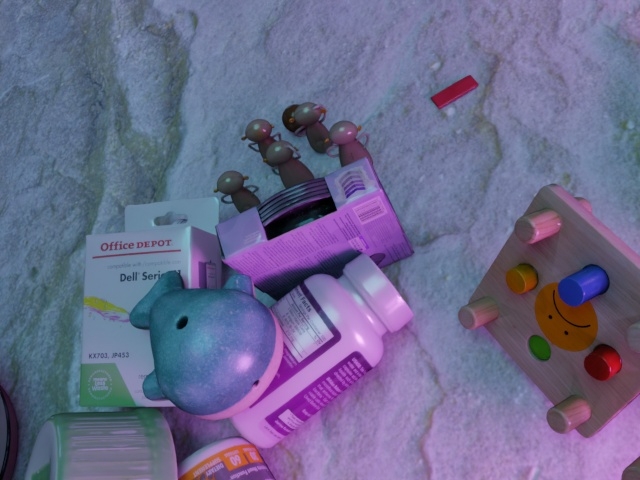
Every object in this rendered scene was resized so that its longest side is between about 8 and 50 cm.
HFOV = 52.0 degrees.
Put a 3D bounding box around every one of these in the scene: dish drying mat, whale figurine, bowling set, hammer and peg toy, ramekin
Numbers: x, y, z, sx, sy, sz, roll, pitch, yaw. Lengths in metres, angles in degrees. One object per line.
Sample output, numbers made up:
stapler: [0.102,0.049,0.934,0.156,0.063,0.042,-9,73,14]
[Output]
dish drying mat: [0.244,-0.271,1.196,0.083,0.008,0.032,-31,60,4]
whale figurine: [-0.179,0.120,0.900,0.272,0.141,0.216,31,76,39]
bowling set: [-0.064,-0.182,1.173,0.286,0.154,0.200,-21,62,8]
hammer and peg toy: [0.361,0.127,0.832,0.127,0.266,0.361,-17,53,-33]
ramekin: [-0.322,0.383,0.911,0.303,0.148,0.304,-29,55,52]

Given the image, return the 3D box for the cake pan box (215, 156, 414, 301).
cake pan box: [0.000,0.000,1.005,0.245,0.267,0.070,-26,63,8]

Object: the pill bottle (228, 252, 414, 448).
pill bottle: [-0.014,0.158,0.992,0.301,0.169,0.169,-37,60,-1]

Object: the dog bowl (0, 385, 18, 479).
dog bowl: [-0.712,0.377,1.135,0.407,0.150,0.408,-7,64,15]

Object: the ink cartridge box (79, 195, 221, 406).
ink cartridge box: [-0.279,0.093,1.093,0.207,0.119,0.354,-5,79,17]

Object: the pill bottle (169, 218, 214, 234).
pill bottle: [-0.211,0.002,1.187,0.120,0.067,0.067,10,70,22]

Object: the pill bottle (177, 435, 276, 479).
pill bottle: [-0.096,0.426,0.900,0.162,0.162,0.278,-39,60,-2]
